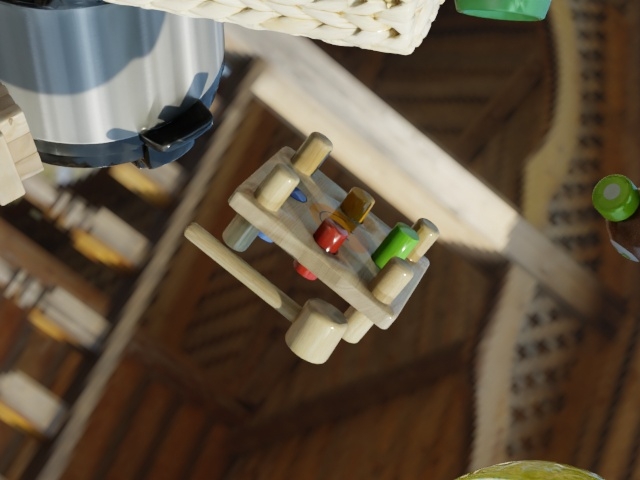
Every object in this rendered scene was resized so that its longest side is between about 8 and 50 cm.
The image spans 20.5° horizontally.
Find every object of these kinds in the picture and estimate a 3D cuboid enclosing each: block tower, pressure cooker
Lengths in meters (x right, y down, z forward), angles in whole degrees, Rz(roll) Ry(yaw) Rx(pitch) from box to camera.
[{"bbox_3d":[-0.396,-0.168,1.828,0.091,0.097,0.335,-28,-128,-15],"label":"block tower"},{"bbox_3d":[-0.310,-0.304,2.322,0.420,0.375,0.370,89,4,-49],"label":"pressure cooker"}]

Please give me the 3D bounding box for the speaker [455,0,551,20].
[{"bbox_3d":[0.234,-0.420,2.145,0.131,0.131,0.297,-168,-96,-67],"label":"speaker"}]

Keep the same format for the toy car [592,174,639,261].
[{"bbox_3d":[0.410,0.023,2.034,0.149,0.155,0.188,-21,-126,24],"label":"toy car"}]

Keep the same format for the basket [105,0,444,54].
[{"bbox_3d":[-0.015,-0.357,1.452,0.331,0.266,0.328,11,-141,17],"label":"basket"}]

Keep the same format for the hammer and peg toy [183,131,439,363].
[{"bbox_3d":[0.000,0.000,2.216,0.127,0.266,0.361,-51,178,21],"label":"hammer and peg toy"}]

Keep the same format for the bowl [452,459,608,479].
[{"bbox_3d":[0.228,0.311,1.583,0.289,0.289,0.156,-31,178,43],"label":"bowl"}]
